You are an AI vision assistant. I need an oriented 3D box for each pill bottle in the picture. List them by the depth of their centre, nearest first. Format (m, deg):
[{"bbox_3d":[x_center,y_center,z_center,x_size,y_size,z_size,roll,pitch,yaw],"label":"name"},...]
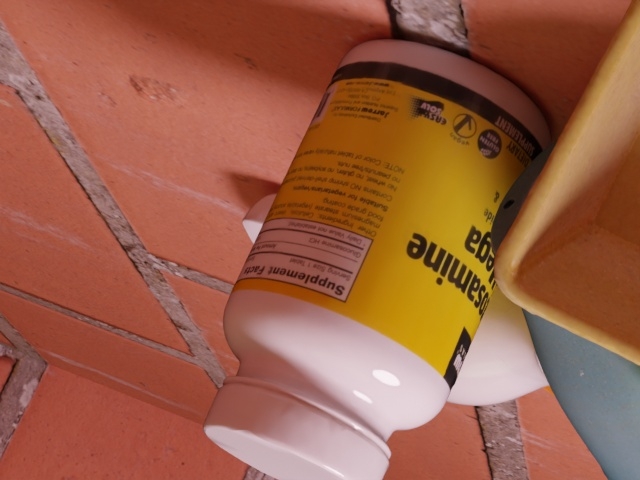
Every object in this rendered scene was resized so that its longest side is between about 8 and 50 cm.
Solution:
[{"bbox_3d":[0.040,0.027,1.355,0.188,0.334,0.188,22,164,7],"label":"pill bottle"}]

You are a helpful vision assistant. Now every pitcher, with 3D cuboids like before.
[{"bbox_3d":[0.172,0.082,1.472,0.177,0.125,0.207,10,175,-39],"label":"pitcher"}]

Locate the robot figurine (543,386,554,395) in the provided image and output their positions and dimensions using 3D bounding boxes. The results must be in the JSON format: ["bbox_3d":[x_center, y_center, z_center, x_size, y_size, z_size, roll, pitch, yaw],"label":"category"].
[{"bbox_3d":[0.335,0.143,1.730,0.291,0.085,0.211,23,162,5],"label":"robot figurine"}]

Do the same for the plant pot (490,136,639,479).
[{"bbox_3d":[0.266,0.039,1.257,0.255,0.272,0.271,50,154,-22],"label":"plant pot"}]

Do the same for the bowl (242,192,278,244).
[{"bbox_3d":[0.000,0.000,1.817,0.142,0.053,0.142,18,161,21],"label":"bowl"}]

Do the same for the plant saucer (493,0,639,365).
[{"bbox_3d":[0.301,-0.056,0.873,0.333,0.333,0.081,26,-168,-4],"label":"plant saucer"}]
